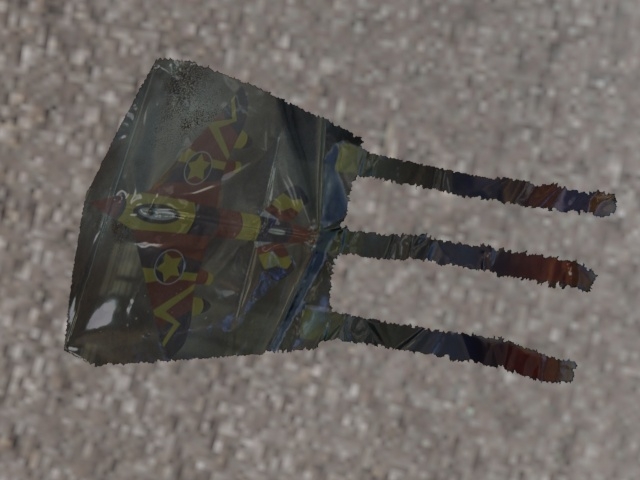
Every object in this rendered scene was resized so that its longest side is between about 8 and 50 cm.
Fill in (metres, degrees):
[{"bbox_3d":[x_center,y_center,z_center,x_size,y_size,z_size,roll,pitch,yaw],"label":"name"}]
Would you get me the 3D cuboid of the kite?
[{"bbox_3d":[-0.001,0.000,0.778,0.015,0.245,0.141,28,74,-60],"label":"kite"}]
